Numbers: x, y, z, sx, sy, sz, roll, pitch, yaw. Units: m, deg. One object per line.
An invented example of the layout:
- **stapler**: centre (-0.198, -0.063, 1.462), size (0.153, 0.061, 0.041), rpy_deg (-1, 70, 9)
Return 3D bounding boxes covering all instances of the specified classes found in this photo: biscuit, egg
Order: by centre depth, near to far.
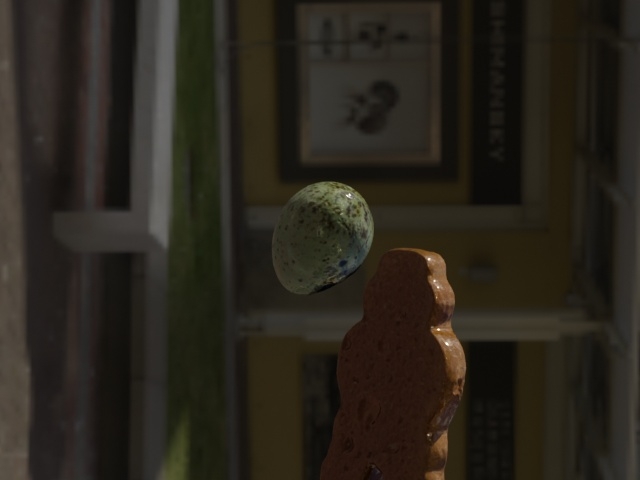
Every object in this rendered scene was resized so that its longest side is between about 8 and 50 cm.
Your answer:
- **egg**: centre (0.000, 0.000, 1.274), size (0.110, 0.085, 0.085), rpy_deg (-62, -173, 18)
- **biscuit**: centre (0.088, 0.175, 1.657), size (0.202, 0.047, 0.334), rpy_deg (2, -97, 53)
